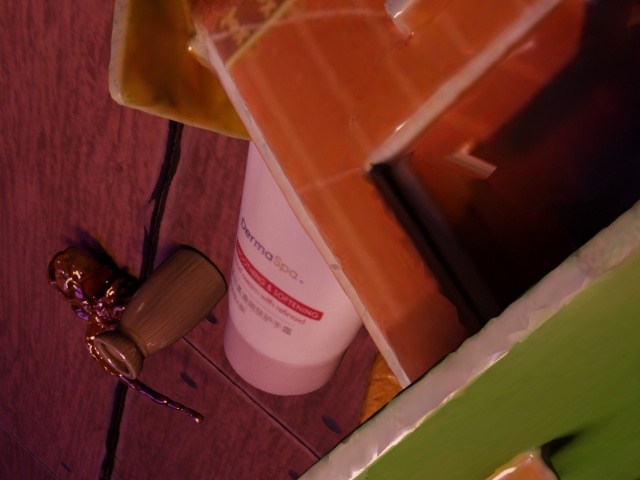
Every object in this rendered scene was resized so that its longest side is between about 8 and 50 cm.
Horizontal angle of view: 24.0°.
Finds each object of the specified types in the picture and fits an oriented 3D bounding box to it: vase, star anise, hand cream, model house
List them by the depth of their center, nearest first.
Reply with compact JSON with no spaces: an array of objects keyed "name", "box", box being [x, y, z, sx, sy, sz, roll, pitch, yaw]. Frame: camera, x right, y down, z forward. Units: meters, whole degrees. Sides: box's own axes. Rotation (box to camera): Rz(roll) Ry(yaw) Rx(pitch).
[{"name":"model house","box":[0.115,-0.118,0.482,0.300,0.340,0.324,13,-140,-54]},{"name":"hand cream","box":[0.000,0.000,0.901,0.133,0.083,0.248,35,144,16]},{"name":"vase","box":[-0.122,0.056,1.131,0.053,0.101,0.053,35,155,19]},{"name":"star anise","box":[-0.162,0.079,1.276,0.190,0.070,0.097,39,153,6]}]

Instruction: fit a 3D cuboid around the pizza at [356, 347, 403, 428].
[{"name":"pizza","box":[0.089,0.140,0.949,0.069,0.154,0.194,-5,150,36]}]
